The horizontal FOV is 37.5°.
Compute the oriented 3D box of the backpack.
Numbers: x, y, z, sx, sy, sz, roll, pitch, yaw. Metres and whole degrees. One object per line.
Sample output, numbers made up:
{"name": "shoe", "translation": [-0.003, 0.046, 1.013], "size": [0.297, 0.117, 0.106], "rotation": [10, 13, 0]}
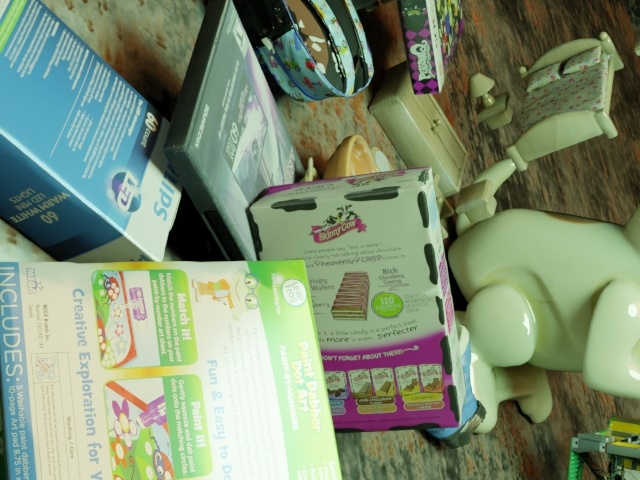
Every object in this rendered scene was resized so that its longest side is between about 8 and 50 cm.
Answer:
{"name": "backpack", "translation": [-0.021, -0.231, 1.048], "size": [0.173, 0.117, 0.158], "rotation": [62, 32, -11]}

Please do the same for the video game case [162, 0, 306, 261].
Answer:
{"name": "video game case", "translation": [-0.064, -0.059, 0.885], "size": [0.274, 0.026, 0.196], "rotation": [65, 26, -46]}

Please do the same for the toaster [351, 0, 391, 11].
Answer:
{"name": "toaster", "translation": [0.036, -0.415, 1.238], "size": [0.227, 0.129, 0.146], "rotation": [64, 28, -11]}

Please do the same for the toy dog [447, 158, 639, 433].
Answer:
{"name": "toy dog", "translation": [0.396, 0.055, 1.246], "size": [0.284, 0.408, 0.395], "rotation": [22, 55, -52]}

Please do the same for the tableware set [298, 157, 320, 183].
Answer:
{"name": "tableware set", "translation": [0.000, 0.000, 0.999], "size": [0.169, 0.020, 0.141], "rotation": [53, 35, -61]}

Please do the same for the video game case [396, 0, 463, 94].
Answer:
{"name": "video game case", "translation": [0.143, -0.335, 1.239], "size": [0.232, 0.042, 0.210], "rotation": [-65, 148, -53]}

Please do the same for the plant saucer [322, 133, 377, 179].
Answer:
{"name": "plant saucer", "translation": [0.039, -0.016, 1.042], "size": [0.200, 0.037, 0.200], "rotation": [-8, 90, -75]}

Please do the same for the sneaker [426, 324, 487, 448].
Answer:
{"name": "sneaker", "translation": [0.166, 0.182, 1.150], "size": [0.084, 0.058, 0.152], "rotation": [46, 42, -24]}

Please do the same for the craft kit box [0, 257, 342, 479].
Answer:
{"name": "craft kit box", "translation": [-0.106, 0.136, 0.674], "size": [0.246, 0.061, 0.250], "rotation": [0, 71, -29]}

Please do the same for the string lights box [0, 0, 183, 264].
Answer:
{"name": "string lights box", "translation": [-0.216, -0.093, 0.703], "size": [0.259, 0.077, 0.133], "rotation": [45, 38, -35]}

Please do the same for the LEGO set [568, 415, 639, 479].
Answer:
{"name": "LEGO set", "translation": [0.448, 0.388, 1.244], "size": [0.255, 0.192, 0.331], "rotation": [24, 73, -53]}

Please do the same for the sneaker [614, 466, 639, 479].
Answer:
{"name": "sneaker", "translation": [0.488, 0.486, 1.468], "size": [0.115, 0.105, 0.281], "rotation": [24, 49, -12]}

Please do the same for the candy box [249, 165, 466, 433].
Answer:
{"name": "candy box", "translation": [0.039, 0.059, 0.870], "size": [0.071, 0.159, 0.233], "rotation": [-59, 141, -66]}

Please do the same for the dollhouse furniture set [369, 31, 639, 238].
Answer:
{"name": "dollhouse furniture set", "translation": [0.259, -0.190, 1.229], "size": [0.174, 0.355, 0.303], "rotation": [53, 35, -23]}
